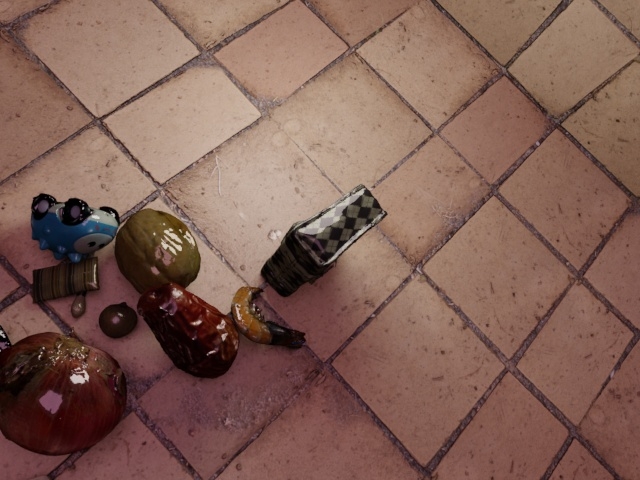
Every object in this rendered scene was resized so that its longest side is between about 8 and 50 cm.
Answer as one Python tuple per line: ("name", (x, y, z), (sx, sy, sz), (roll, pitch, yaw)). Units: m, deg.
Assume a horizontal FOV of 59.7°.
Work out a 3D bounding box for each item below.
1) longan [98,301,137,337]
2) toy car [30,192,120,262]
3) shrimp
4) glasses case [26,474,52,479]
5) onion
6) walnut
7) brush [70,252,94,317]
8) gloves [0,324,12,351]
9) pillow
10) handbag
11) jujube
("longan", (-0.605, 0.236, 1.668), (0.113, 0.092, 0.113), (6, 68, -15))
("toy car", (-0.740, -0.030, 1.664), (0.255, 0.188, 0.190), (8, 85, 17))
("shrimp", (-0.165, 0.246, 1.780), (0.290, 0.054, 0.222), (27, 31, -33))
("glasses case", (-0.849, 0.723, 1.430), (0.312, 0.070, 0.131), (-14, 63, -19))
("onion", (-0.684, 0.392, 1.474), (0.353, 0.353, 0.354), (5, 70, -14))
("walnut", (-0.499, 0.046, 1.696), (0.282, 0.227, 0.283), (-1, 88, 15))
("brush", (-0.723, 0.095, 1.722), (0.039, 0.042, 0.299), (1, 66, 4))
("gloves", (-0.971, 0.356, 1.490), (0.301, 0.152, 0.197), (-19, 69, -46))
("pillow", (-0.766, 0.117, 1.671), (0.203, 0.038, 0.113), (-13, 66, -1))
("handbag", (0.000, 0.000, 1.751), (0.316, 0.416, 0.180), (-40, 89, -27))
("jujube", (-0.379, 0.253, 1.607), (0.342, 0.216, 0.216), (51, 59, -37))
